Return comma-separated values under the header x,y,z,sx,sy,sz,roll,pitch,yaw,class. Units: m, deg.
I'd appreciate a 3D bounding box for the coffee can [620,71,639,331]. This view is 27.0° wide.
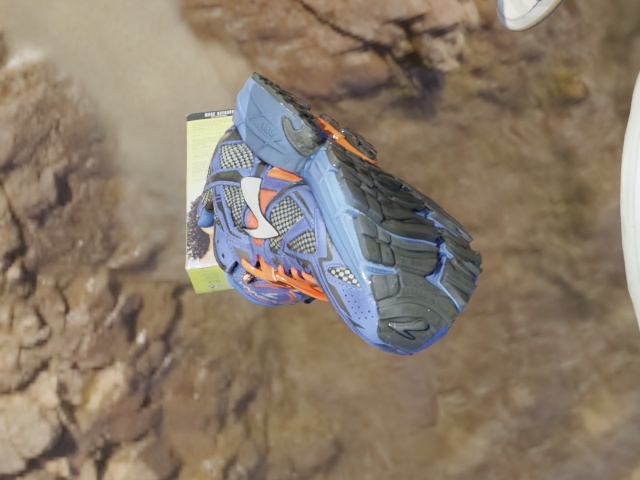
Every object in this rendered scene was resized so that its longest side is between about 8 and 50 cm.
x,y,z,sx,sy,sz,roll,pitch,yaw,class
0.277,-0.014,0.468,0.275,0.201,0.201,3,142,45,coffee can

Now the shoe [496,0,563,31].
x,y,z,sx,sy,sz,roll,pitch,yaw,class
0.224,-0.299,1.271,0.058,0.076,0.219,9,123,-38,shoe

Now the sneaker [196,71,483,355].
x,y,z,sx,sy,sz,roll,pitch,yaw,class
0.000,0.000,0.591,0.083,0.221,0.087,28,101,-24,sneaker

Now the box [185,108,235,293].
x,y,z,sx,sy,sz,roll,pitch,yaw,class
-0.114,-0.051,1.577,0.087,0.232,0.058,-8,144,3,box
